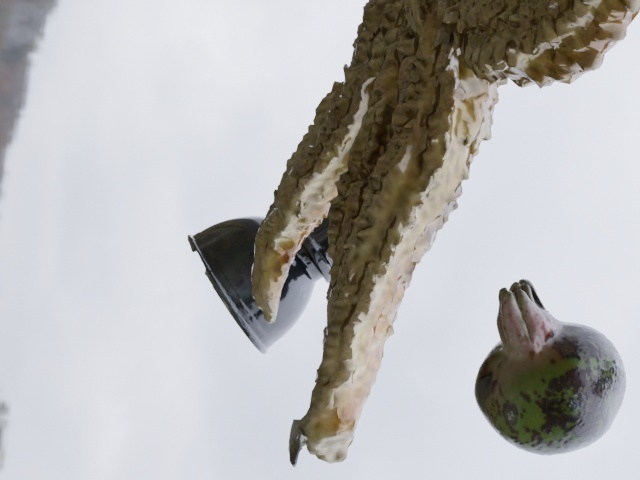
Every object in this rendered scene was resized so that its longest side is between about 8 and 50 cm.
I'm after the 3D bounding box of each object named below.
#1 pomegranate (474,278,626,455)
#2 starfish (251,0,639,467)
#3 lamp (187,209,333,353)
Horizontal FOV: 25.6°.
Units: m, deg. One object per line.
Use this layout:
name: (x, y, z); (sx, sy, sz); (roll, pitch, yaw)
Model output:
pomegranate: (0.208, 0.114, 1.294); (0.138, 0.125, 0.163); (-10, -92, 34)
starfish: (0.041, -0.073, 0.431); (0.299, 0.060, 0.302); (-114, -142, -57)
lamp: (0.000, 0.000, 1.443); (0.172, 0.227, 0.147); (58, 0, 44)
